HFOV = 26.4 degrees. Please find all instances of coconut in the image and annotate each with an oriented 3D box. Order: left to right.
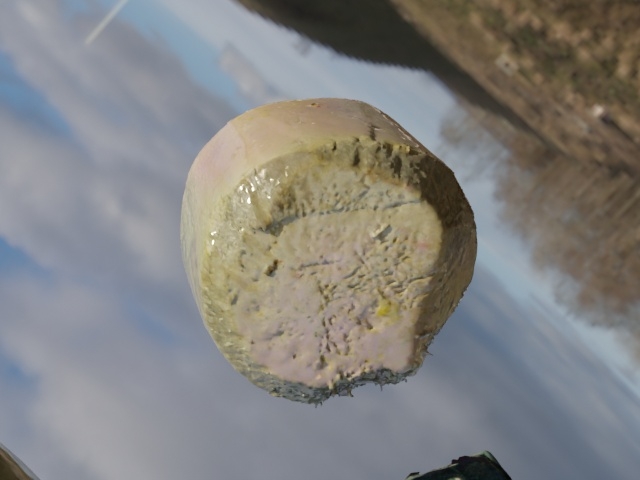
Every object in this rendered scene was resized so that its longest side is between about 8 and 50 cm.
[{"bbox_3d":[0.000,0.000,0.554,0.116,0.116,0.122,41,-172,-17],"label":"coconut"}]

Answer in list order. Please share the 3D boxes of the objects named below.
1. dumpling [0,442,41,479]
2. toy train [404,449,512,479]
[{"bbox_3d":[-0.185,0.188,0.534,0.175,0.227,0.243,25,-156,-47],"label":"dumpling"},{"bbox_3d":[0.186,0.326,0.953,0.409,0.086,0.089,55,151,37],"label":"toy train"}]
